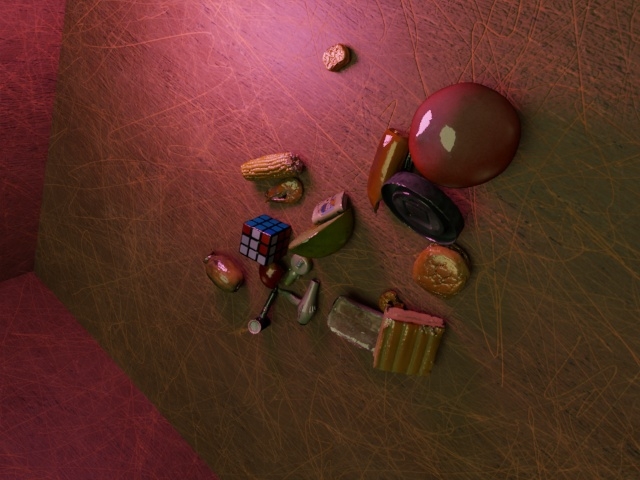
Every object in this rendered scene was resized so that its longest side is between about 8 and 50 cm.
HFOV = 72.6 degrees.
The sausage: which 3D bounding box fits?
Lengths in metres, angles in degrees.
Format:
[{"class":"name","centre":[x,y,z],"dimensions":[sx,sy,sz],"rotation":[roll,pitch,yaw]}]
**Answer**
[{"class":"sausage","centre":[0.233,-0.244,1.593],"dimensions":[0.112,0.112,0.329],"rotation":[28,120,21]}]

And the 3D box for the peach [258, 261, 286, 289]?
[{"class":"peach","centre":[-0.232,0.150,2.029],"dimensions":[0.118,0.151,0.151],"rotation":[-40,81,-9]}]

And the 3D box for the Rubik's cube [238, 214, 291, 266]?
[{"class":"Rubik's cube","centre":[-0.247,-0.002,1.945],"dimensions":[0.162,0.160,0.163],"rotation":[26,119,21]}]

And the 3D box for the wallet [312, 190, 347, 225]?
[{"class":"wallet","centre":[0.037,-0.133,1.754],"dimensions":[0.155,0.111,0.039],"rotation":[-25,127,33]}]

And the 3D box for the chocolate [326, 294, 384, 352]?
[{"class":"chocolate","centre":[0.182,0.350,1.835],"dimensions":[0.303,0.100,0.185],"rotation":[27,113,12]}]

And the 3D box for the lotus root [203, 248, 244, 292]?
[{"class":"lotus root","centre":[-0.496,0.149,2.172],"dimensions":[0.278,0.154,0.154],"rotation":[44,124,17]}]

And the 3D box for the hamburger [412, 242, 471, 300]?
[{"class":"hamburger","centre":[0.444,0.105,1.588],"dimensions":[0.213,0.108,0.214],"rotation":[15,119,29]}]

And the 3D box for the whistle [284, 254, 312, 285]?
[{"class":"whistle","centre":[-0.112,0.136,1.973],"dimensions":[0.104,0.057,0.198],"rotation":[45,123,12]}]

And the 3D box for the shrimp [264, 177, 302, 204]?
[{"class":"shrimp","centre":[-0.165,-0.200,1.894],"dimensions":[0.217,0.051,0.115],"rotation":[-20,98,33]}]

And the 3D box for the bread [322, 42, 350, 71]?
[{"class":"bread","centre":[0.056,-0.668,1.590],"dimensions":[0.110,0.044,0.083],"rotation":[-19,95,38]}]

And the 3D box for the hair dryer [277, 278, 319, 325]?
[{"class":"hair dryer","centre":[-0.083,0.243,1.998],"dimensions":[0.225,0.088,0.219],"rotation":[51,120,25]}]

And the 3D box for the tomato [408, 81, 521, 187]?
[{"class":"tomato","centre":[0.418,-0.316,1.319],"dimensions":[0.321,0.321,0.322],"rotation":[11,112,29]}]

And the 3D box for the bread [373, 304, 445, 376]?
[{"class":"bread","centre":[0.344,0.393,1.702],"dimensions":[0.238,0.111,0.247],"rotation":[9,110,0]}]

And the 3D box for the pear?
[{"class":"pear","centre":[-0.001,0.005,1.746],"dimensions":[0.287,0.239,0.139],"rotation":[-26,92,37]}]

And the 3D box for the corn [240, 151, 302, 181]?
[{"class":"corn","centre":[-0.210,-0.310,1.848],"dimensions":[0.317,0.115,0.115],"rotation":[-3,105,32]}]

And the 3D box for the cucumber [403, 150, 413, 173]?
[{"class":"cucumber","centre":[0.327,-0.307,1.555],"dimensions":[0.033,0.034,0.135],"rotation":[19,121,10]}]

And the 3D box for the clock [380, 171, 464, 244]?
[{"class":"clock","centre":[0.343,-0.107,1.481],"dimensions":[0.312,0.313,0.061],"rotation":[38,78,16]}]

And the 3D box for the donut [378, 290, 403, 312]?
[{"class":"donut","centre":[0.287,0.255,1.773],"dimensions":[0.097,0.043,0.108],"rotation":[-27,92,35]}]

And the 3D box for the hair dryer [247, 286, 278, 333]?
[{"class":"hair dryer","centre":[-0.255,0.329,2.126],"dimensions":[0.069,0.128,0.256],"rotation":[30,99,13]}]
